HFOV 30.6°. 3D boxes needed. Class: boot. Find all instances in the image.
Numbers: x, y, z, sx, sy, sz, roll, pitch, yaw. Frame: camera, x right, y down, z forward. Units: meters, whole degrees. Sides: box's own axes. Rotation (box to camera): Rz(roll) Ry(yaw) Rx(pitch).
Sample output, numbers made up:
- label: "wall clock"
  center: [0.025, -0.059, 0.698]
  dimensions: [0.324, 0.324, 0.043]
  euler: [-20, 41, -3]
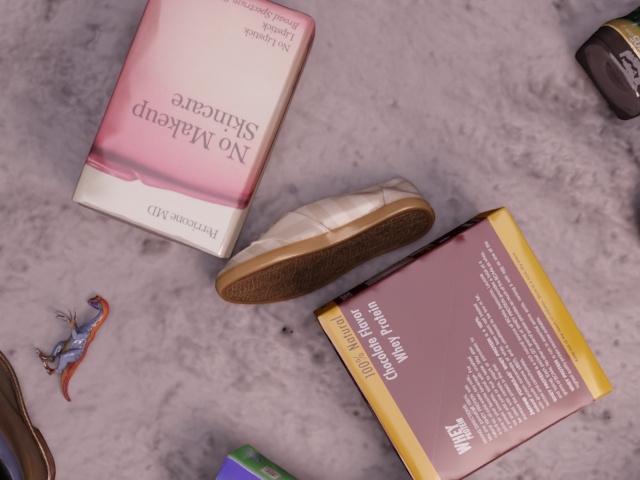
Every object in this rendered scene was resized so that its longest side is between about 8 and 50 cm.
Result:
- label: "boot"
  center: [-0.323, 0.153, 1.078]
  dimensions: [0.082, 0.106, 0.219]
  euler: [-35, 91, -2]

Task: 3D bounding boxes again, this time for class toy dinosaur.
- label: "toy dinosaur"
  center: [-0.233, 0.094, 1.127]
  dimensions: [0.082, 0.047, 0.090]
  euler: [-31, 123, -11]

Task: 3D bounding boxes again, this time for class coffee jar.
- label: "coffee jar"
  center: [0.341, -0.199, 1.119]
  dimensions: [0.184, 0.079, 0.096]
  euler: [-36, 90, -2]

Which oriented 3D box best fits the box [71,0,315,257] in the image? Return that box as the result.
- label: "box"
  center: [-0.113, -0.114, 1.079]
  dimensions: [0.149, 0.127, 0.232]
  euler: [21, 88, -2]

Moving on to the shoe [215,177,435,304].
- label: "shoe"
  center: [0.000, 0.000, 1.118]
  dimensions: [0.219, 0.076, 0.058]
  euler: [-21, 54, -3]

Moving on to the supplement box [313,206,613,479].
- label: "supplement box"
  center: [0.125, 0.100, 1.082]
  dimensions: [0.194, 0.129, 0.191]
  euler: [-31, 90, -2]

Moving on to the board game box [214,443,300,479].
- label: "board game box"
  center: [0.008, 0.358, 1.042]
  dimensions: [0.317, 0.046, 0.213]
  euler: [30, 104, 18]
